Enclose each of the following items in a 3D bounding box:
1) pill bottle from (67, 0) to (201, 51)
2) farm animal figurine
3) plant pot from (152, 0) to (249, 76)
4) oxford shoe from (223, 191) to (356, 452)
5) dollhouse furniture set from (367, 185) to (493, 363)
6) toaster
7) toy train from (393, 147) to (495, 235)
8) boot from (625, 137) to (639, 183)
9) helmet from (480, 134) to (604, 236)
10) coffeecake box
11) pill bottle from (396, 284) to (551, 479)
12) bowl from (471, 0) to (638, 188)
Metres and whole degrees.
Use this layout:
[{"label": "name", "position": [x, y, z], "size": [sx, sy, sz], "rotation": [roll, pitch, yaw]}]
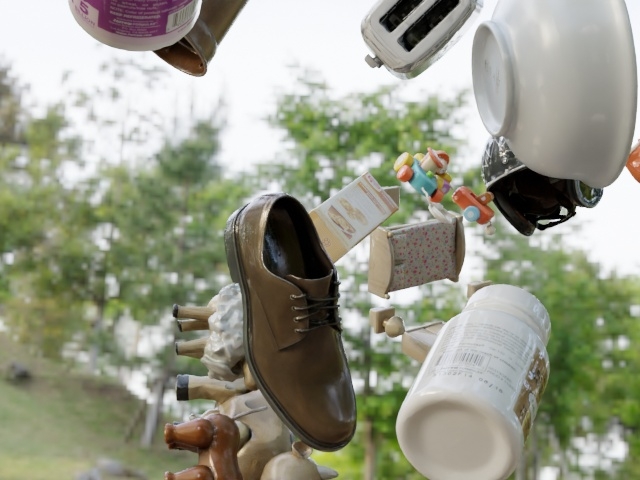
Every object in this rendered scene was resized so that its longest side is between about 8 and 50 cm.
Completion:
[{"label": "pill bottle", "position": [-0.206, -0.370, 1.538], "size": [0.169, 0.169, 0.301], "rotation": [4, -32, -9]}, {"label": "farm animal figurine", "position": [-0.069, 0.259, 1.414], "size": [0.172, 0.327, 0.330], "rotation": [-1, -48, -3]}, {"label": "plant pot", "position": [-0.204, -0.383, 2.179], "size": [0.167, 0.165, 0.167], "rotation": [33, -16, 11]}, {"label": "oxford shoe", "position": [-0.018, 0.067, 1.127], "size": [0.082, 0.227, 0.096], "rotation": [-17, -7, -29]}, {"label": "dollhouse furniture set", "position": [0.264, 0.065, 2.571], "size": [0.303, 0.356, 0.174], "rotation": [-11, 22, -32]}, {"label": "toaster", "position": [0.158, -0.344, 2.032], "size": [0.227, 0.129, 0.146], "rotation": [-42, 0, 11]}, {"label": "toy train", "position": [0.153, -0.063, 1.554], "size": [0.046, 0.125, 0.166], "rotation": [-49, -18, 16]}, {"label": "boot", "position": [0.585, -0.163, 2.278], "size": [0.158, 0.084, 0.059], "rotation": [-42, -29, 0]}, {"label": "helmet", "position": [0.306, -0.105, 1.883], "size": [0.169, 0.169, 0.161], "rotation": [-18, -68, 53]}, {"label": "coffeecake box", "position": [0.000, 0.000, 1.681], "size": [0.142, 0.068, 0.185], "rotation": [-40, -1, 29]}, {"label": "pill bottle", "position": [0.174, 0.149, 1.435], "size": [0.131, 0.131, 0.229], "rotation": [-6, 27, 26]}, {"label": "bowl", "position": [0.267, -0.204, 1.631], "size": [0.134, 0.298, 0.298], "rotation": [-7, -13, -10]}]
